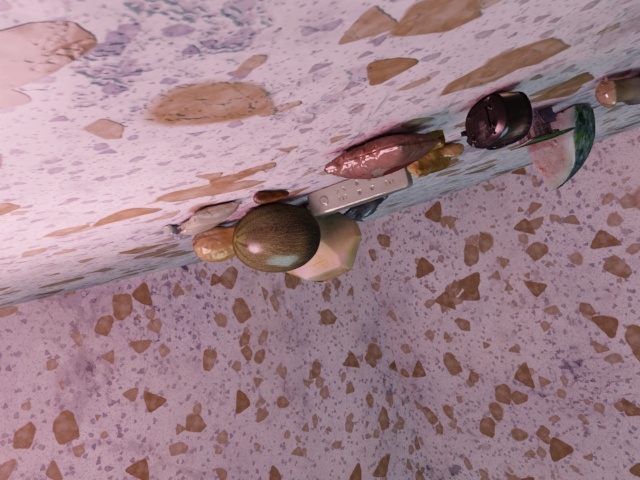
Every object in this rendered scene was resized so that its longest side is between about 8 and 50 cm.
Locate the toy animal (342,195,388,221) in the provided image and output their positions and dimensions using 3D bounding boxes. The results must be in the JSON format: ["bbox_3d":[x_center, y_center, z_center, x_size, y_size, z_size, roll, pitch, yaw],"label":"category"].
[{"bbox_3d":[0.161,-0.123,2.166,0.367,0.081,0.206,-30,-172,19],"label":"toy animal"}]

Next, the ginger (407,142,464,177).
[{"bbox_3d":[0.341,-0.244,1.531,0.205,0.081,0.115,-22,-167,-20],"label":"ginger"}]

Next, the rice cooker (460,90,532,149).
[{"bbox_3d":[0.390,-0.263,1.096,0.106,0.112,0.165,-9,172,-21],"label":"rice cooker"}]

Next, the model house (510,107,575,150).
[{"bbox_3d":[0.612,-0.324,1.399,0.166,0.088,0.117,-17,177,-15],"label":"model house"}]

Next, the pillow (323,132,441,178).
[{"bbox_3d":[0.153,-0.202,1.205,0.236,0.084,0.223,-16,180,41],"label":"pillow"}]

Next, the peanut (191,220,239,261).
[{"bbox_3d":[-0.319,-0.007,1.842,0.313,0.149,0.149,-22,179,-22],"label":"peanut"}]

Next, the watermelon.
[{"bbox_3d":[0.784,-0.313,1.654,0.213,0.290,0.320,14,-158,19],"label":"watermelon"}]

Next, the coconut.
[{"bbox_3d":[0.000,0.000,2.011,0.352,0.353,0.352,-16,177,-1],"label":"coconut"}]

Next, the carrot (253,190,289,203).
[{"bbox_3d":[-0.142,-0.130,1.463,0.035,0.036,0.165,-18,179,33],"label":"carrot"}]

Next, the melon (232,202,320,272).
[{"bbox_3d":[-0.150,-0.009,1.691,0.301,0.238,0.237,-5,172,-26],"label":"melon"}]

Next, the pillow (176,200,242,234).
[{"bbox_3d":[-0.337,-0.065,1.490,0.148,0.050,0.229,-22,-179,-31],"label":"pillow"}]

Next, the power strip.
[{"bbox_3d":[0.116,-0.165,1.667,0.385,0.091,0.062,-17,176,25],"label":"power strip"}]

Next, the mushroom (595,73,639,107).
[{"bbox_3d":[0.791,-0.386,1.278,0.223,0.081,0.092,-16,-160,-35],"label":"mushroom"}]

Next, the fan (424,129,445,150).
[{"bbox_3d":[0.257,-0.250,1.327,0.155,0.039,0.082,-16,178,14],"label":"fan"}]

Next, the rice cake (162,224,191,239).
[{"bbox_3d":[-0.461,-0.024,1.606,0.030,0.042,0.180,-14,177,4],"label":"rice cake"}]
